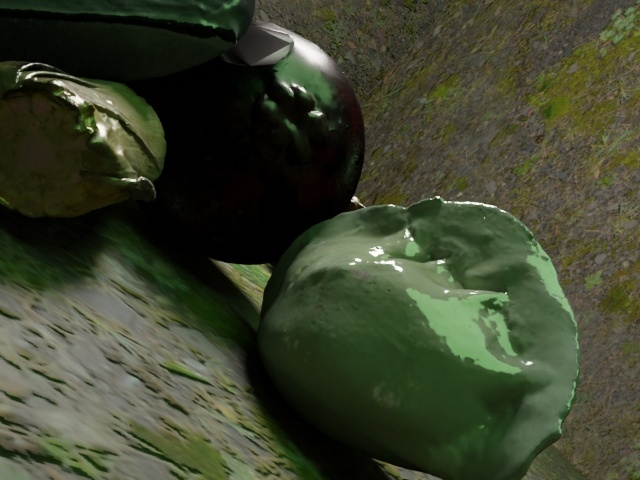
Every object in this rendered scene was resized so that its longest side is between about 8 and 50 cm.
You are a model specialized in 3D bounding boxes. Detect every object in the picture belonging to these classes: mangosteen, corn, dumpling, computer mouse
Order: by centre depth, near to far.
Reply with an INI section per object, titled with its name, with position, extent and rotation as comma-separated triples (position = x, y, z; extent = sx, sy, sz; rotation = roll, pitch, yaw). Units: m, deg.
[corn]
position = -0.203, -0.085, 0.702
extent = 0.305, 0.122, 0.123
rotation = -116, -160, -81
[dumpling]
position = 0.072, 0.098, 0.794
extent = 0.320, 0.270, 0.212
rotation = 31, -42, 13
[computer mouse]
position = -0.253, -0.252, 0.816
extent = 0.374, 0.203, 0.114
rotation = 8, -25, -17
[mangosteen]
position = -0.097, -0.115, 0.977
extent = 0.311, 0.311, 0.311
rotation = 42, 5, -4

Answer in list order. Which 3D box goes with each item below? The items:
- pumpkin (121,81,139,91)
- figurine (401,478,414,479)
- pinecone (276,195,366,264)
[pumpkin]
position = -0.304, -0.318, 1.243
extent = 0.260, 0.189, 0.260
rotation = 2, 19, -1
[figurine]
position = 0.150, 0.270, 0.725
extent = 0.196, 0.108, 0.114
rotation = 21, 3, -25
[pinecone]
position = -0.003, -0.002, 1.383
extent = 0.184, 0.179, 0.204
rotation = 28, 9, 25
